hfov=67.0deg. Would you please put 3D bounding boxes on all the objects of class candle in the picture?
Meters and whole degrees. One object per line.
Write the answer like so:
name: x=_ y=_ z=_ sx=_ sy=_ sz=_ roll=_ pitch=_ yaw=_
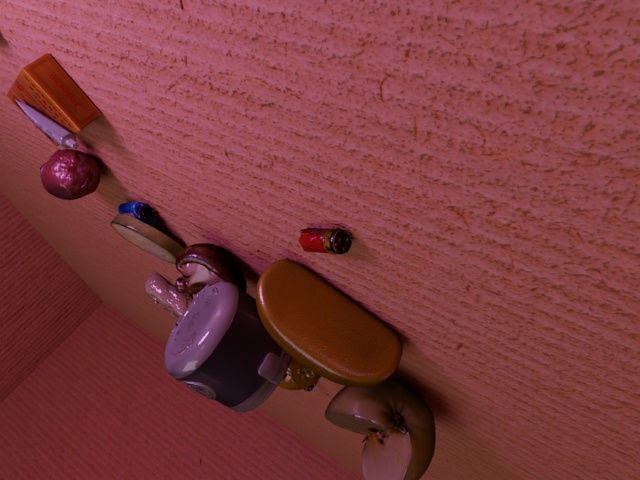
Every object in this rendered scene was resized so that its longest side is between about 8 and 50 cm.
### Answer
candle: x=0.000 y=0.000 z=0.946 sx=0.131 sy=0.052 sz=0.052 roll=3 pitch=137 yaw=51

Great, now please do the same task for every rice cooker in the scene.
rice cooker: x=-0.227 y=0.276 z=1.249 sx=0.277 sy=0.288 sz=0.288 roll=40 pitch=155 yaw=-26

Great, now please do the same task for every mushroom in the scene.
mushroom: x=-0.303 y=0.100 z=1.371 sx=0.194 sy=0.138 sz=0.231 roll=-3 pitch=127 yaw=4

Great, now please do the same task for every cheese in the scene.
cheese: x=-0.645 y=0.264 z=2.101 sx=0.263 sy=0.093 sz=0.159 roll=35 pitch=154 yaw=5

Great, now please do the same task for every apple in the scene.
apple: x=0.178 y=0.494 z=1.289 sx=0.295 sy=0.233 sz=0.257 roll=51 pitch=142 yaw=14

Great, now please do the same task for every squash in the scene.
squash: x=-0.561 y=-0.007 z=1.568 sx=0.252 sy=0.048 sz=0.252 roll=25 pitch=161 yaw=9

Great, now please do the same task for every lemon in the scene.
lemon: x=-0.086 y=0.341 z=1.424 sx=0.257 sy=0.188 sz=0.188 roll=13 pitch=144 yaw=49

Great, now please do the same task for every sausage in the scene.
sausage: x=-0.763 y=-0.199 z=1.470 sx=0.280 sy=0.152 sz=0.152 roll=1 pitch=135 yaw=53

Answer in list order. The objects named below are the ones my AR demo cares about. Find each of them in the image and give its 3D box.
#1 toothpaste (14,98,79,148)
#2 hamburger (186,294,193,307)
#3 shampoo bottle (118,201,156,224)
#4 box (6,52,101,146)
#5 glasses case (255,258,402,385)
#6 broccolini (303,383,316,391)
toothpaste: x=-0.673 y=-0.283 z=1.193 sx=0.218 sy=0.041 sz=0.064 roll=33 pitch=159 yaw=18
hamburger: x=-0.343 y=0.162 z=1.526 sx=0.159 sy=0.184 sz=0.131 roll=10 pitch=-169 yaw=0
shampoo bottle: x=-0.569 y=-0.084 z=1.516 sx=0.183 sy=0.050 sz=0.087 roll=2 pitch=138 yaw=50
box: x=-0.680 y=-0.344 z=1.226 sx=0.274 sy=0.076 sz=0.174 roll=1 pitch=134 yaw=50
glasses case: x=0.003 y=0.210 z=1.129 sx=0.371 sy=0.173 sz=0.141 roll=35 pitch=156 yaw=7
broccolini: x=-0.113 y=0.498 z=1.841 sx=0.216 sy=0.058 sz=0.067 roll=34 pitch=156 yaw=10
